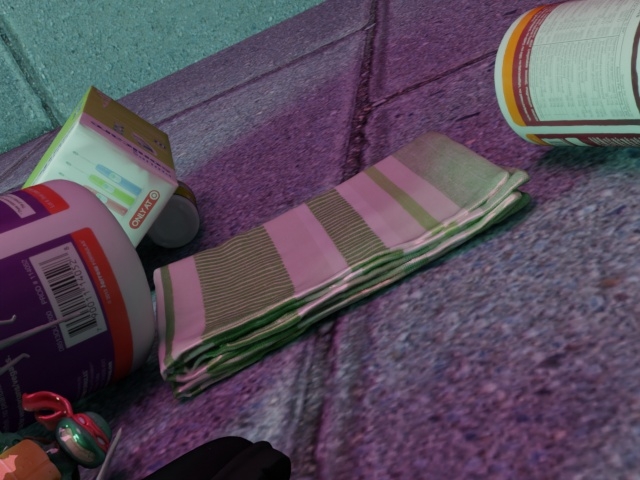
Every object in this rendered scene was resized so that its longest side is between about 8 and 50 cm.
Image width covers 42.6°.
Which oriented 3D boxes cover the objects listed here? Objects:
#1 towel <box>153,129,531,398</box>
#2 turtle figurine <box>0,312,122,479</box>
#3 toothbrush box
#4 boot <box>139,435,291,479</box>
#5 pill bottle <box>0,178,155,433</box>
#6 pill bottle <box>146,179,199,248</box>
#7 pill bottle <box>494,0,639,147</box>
[{"bbox_3d":[0.000,0.000,0.736,0.325,0.038,0.248,-29,21,-3],"label":"towel"},{"bbox_3d":[-0.203,0.165,0.512,0.175,0.118,0.234,36,59,20],"label":"turtle figurine"},{"bbox_3d":[-0.273,-0.045,0.940,0.206,0.122,0.283,-54,19,7],"label":"toothbrush box"},{"bbox_3d":[-0.164,0.145,0.403,0.207,0.094,0.246,33,61,23],"label":"boot"},{"bbox_3d":[-0.304,0.082,0.631,0.323,0.181,0.181,-25,17,-33],"label":"pill bottle"},{"bbox_3d":[-0.181,-0.038,0.990,0.065,0.065,0.116,-28,21,-1],"label":"pill bottle"},{"bbox_3d":[0.249,-0.131,0.623,0.121,0.121,0.221,-37,24,-23],"label":"pill bottle"}]
